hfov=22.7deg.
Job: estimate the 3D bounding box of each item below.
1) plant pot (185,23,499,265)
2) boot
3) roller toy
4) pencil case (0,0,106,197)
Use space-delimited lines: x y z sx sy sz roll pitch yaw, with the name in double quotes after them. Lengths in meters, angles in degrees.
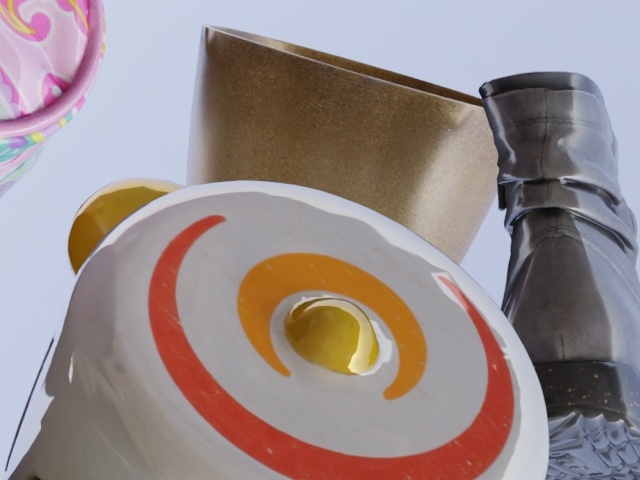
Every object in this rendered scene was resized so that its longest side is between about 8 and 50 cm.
0.000 0.000 1.124 0.237 0.237 0.254 21 -79 32 "plant pot"
0.162 0.051 0.953 0.118 0.338 0.223 -4 -114 8 "boot"
-0.017 0.075 0.618 0.209 0.191 0.146 -91 -158 -48 "roller toy"
-0.188 -0.030 0.635 0.284 0.124 0.124 -38 -133 50 "pencil case"
